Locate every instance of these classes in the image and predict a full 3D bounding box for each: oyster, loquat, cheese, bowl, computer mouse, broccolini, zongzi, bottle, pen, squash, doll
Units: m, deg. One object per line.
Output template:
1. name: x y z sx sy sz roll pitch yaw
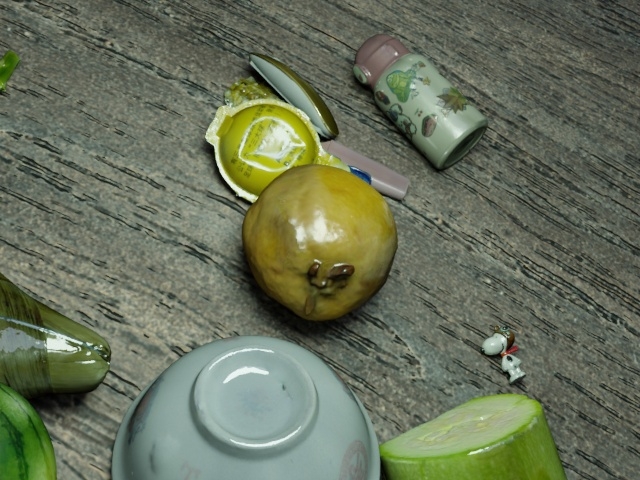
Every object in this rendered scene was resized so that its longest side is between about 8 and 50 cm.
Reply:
1. oyster: -0.095 -0.217 1.547 0.121 0.045 0.146 -9 61 -8
2. loquat: 0.000 0.000 1.344 0.238 0.193 0.238 26 33 -19
3. cheese: -0.049 -0.123 1.468 0.270 0.069 0.177 26 72 -9
4. bowl: -0.084 0.227 1.142 0.345 0.157 0.345 4 48 -4
5. computer mouse: -0.039 -0.247 1.555 0.199 0.045 0.102 47 11 13
6. broccolini: -0.489 -0.205 1.391 0.058 0.067 0.216 26 45 -6
7. zongzi: -0.378 0.087 1.200 0.221 0.112 0.242 3 57 -16
8. bottle: 0.160 -0.246 1.603 0.120 0.120 0.253 -33 73 -33
9. pen: 0.051 -0.122 1.537 0.197 0.032 0.053 26 55 -6
10. squash: 0.245 0.393 1.258 0.233 0.210 0.309 -20 95 -31
11. doll: 0.284 0.171 1.427 0.058 0.040 0.085 -39 72 -21

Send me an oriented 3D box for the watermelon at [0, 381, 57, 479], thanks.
1. watermelon: -0.401 0.260 1.001 0.242 0.242 0.242 9 56 -14
